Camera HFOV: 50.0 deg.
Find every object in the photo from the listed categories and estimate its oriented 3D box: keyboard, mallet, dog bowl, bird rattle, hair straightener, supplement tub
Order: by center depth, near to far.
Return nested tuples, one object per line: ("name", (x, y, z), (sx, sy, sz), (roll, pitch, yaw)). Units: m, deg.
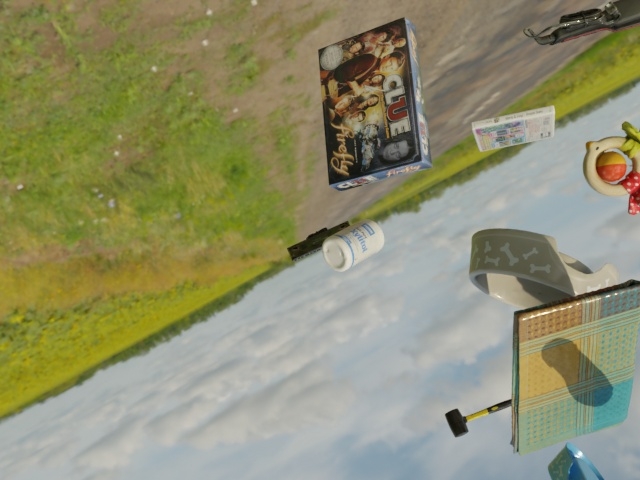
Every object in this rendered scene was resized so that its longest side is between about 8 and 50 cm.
("hair straightener", (0.437, -0.357, 1.077), (0.230, 0.047, 0.089), (-9, 170, 15))
("supplement tub", (0.061, 0.008, 1.293), (0.107, 0.071, 0.071), (-29, 180, -39))
("dog bowl", (0.604, 0.592, 1.533), (0.074, 0.166, 0.297), (-43, -155, 17))
("mallet", (0.387, 0.411, 1.607), (0.190, 0.062, 0.039), (-9, 154, -12))
("dog bowl", (0.513, 0.089, 1.626), (0.349, 0.349, 0.102), (151, -39, -74))
("keyboard", (0.000, 0.000, 1.811), (0.180, 0.023, 0.108), (-24, -156, -3))
("bird rattle", (0.821, -0.195, 1.866), (0.207, 0.253, 0.143), (-3, -170, 11))

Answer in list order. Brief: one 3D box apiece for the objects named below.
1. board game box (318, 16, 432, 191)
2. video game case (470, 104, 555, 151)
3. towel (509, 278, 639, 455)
("board game box", (0.083, -0.216, 1.099), (0.165, 0.243, 0.042), (-13, 164, 29))
("video game case", (0.359, -0.205, 1.275), (0.143, 0.019, 0.157), (-9, 170, 17))
("towel", (0.510, 0.261, 1.384), (0.271, 0.370, 0.040), (-14, -149, -8))
